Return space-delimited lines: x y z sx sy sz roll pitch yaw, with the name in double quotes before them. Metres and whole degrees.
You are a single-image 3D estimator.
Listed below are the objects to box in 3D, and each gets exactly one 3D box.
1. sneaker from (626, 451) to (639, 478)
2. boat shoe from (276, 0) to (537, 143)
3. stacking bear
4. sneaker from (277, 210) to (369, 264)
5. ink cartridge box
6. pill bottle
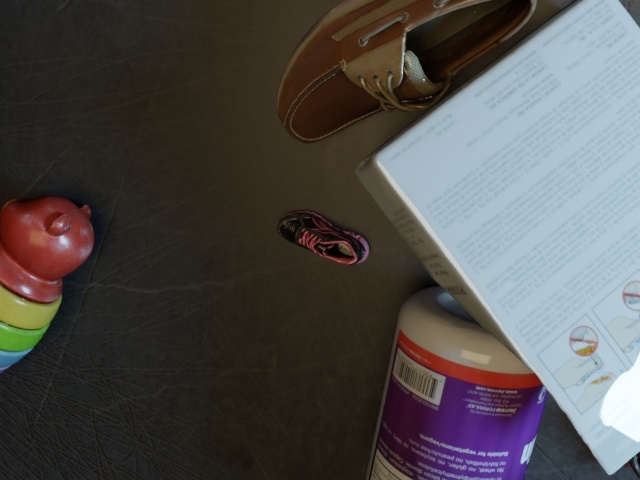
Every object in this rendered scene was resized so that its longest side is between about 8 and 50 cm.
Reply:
"sneaker" 0.380 0.213 0.879 0.061 0.065 0.158 -15 101 15
"boat shoe" 0.079 -0.194 0.776 0.324 0.123 0.116 -35 50 32
"stacking bear" -0.412 0.058 0.968 0.164 0.175 0.289 44 101 1
"sneaker" 0.000 0.000 0.911 0.119 0.057 0.047 19 109 8
"ink cartridge box" 0.272 -0.015 0.760 0.308 0.091 0.385 -37 93 -10
"pill bottle" 0.154 0.228 0.871 0.181 0.181 0.323 12 107 9
